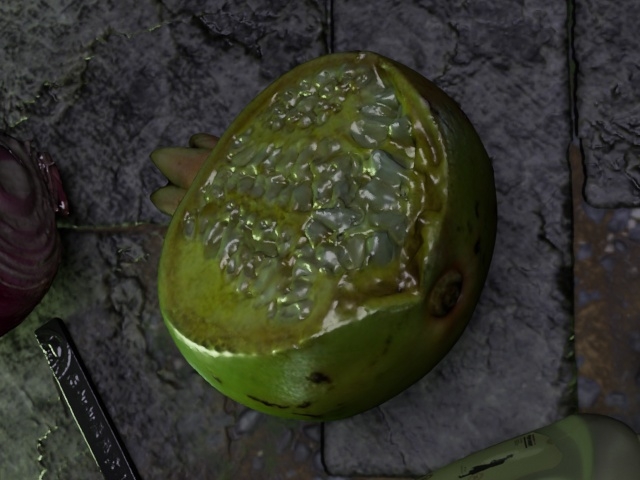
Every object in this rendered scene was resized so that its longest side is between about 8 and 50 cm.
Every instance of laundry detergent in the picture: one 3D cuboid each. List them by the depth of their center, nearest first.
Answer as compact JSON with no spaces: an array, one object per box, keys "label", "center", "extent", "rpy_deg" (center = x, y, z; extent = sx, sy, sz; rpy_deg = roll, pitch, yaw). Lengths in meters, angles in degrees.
[{"label":"laundry detergent","center":[0.171,0.213,0.786],"extent":[0.253,0.181,0.091],"rpy_deg":[-26,93,13]}]

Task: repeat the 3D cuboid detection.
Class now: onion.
[{"label":"onion","center":[-0.392,-0.004,0.965],"extent":[0.256,0.272,0.230],"rpy_deg":[-5,86,47]}]

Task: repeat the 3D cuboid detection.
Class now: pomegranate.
[{"label":"pomegranate","center":[0.000,0.000,0.884],"extent":[0.359,0.216,0.309],"rpy_deg":[22,82,48]}]

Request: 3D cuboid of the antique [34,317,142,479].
[{"label":"antique","center":[-0.234,0.164,0.992],"extent":[0.031,0.015,0.192],"rpy_deg":[-33,71,5]}]
